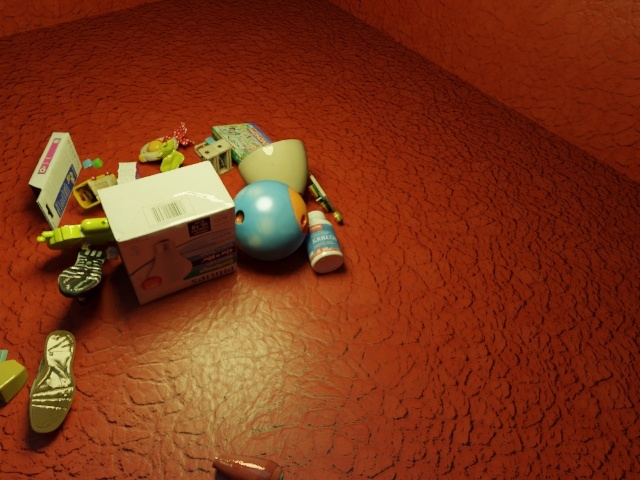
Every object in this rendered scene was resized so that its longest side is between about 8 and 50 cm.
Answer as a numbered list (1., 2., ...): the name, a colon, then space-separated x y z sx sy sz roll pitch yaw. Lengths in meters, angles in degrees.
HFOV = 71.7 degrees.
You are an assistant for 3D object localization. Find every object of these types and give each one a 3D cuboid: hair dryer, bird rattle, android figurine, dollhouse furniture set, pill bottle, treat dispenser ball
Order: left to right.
1. android figurine: -0.792 -0.020 1.491 0.272 0.248 0.056 -8 82 -44
2. bird rattle: -0.672 -0.409 1.901 0.206 0.143 0.254 -8 48 6
3. dollhouse furniture set: -0.483 -0.376 1.893 0.128 0.129 0.183 -34 64 -30
4. hair dryer: -0.183 0.664 1.123 0.223 0.080 0.294 -26 59 -25
5. treat dispenser ball: -0.185 -0.072 1.585 0.287 0.288 0.288 4 51 -5
6. pill bottle: 0.000 0.000 1.662 0.124 0.124 0.222 -9 53 -15

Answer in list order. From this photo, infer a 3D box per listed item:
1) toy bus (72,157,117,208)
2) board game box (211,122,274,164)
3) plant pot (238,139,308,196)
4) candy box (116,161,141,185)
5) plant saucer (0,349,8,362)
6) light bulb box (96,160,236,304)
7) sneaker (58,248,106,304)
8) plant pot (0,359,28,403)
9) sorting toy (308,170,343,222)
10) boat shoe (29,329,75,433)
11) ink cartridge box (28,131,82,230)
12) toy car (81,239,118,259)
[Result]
1. toy bus: -0.851 -0.194 1.703 0.104 0.202 0.191 -22 60 12
2. board game box: -0.315 -0.419 1.966 0.213 0.046 0.317 -18 51 -35
3. plant pot: -0.162 -0.247 1.772 0.283 0.284 0.191 -20 81 -23
4. candy box: -0.711 -0.158 1.663 0.071 0.159 0.234 -6 53 -11
5. plant saucer: -1.027 0.357 1.289 0.191 0.018 0.067 -4 52 -11
6. light bulb box: -0.480 -0.021 1.455 0.357 0.361 0.225 -20 58 -23
7. sneaker: -0.745 0.150 1.393 0.106 0.163 0.281 14 18 -15
8. plant pot: -0.882 0.388 1.248 0.081 0.081 0.083 28 42 14
9. sorting toy: -0.004 -0.186 1.819 0.046 0.132 0.275 -34 54 4
10. boat shoe: -0.756 0.403 1.259 0.104 0.089 0.286 16 48 -30
11. ink cartridge box: -0.996 -0.221 1.661 0.069 0.176 0.371 -1 51 -9
12. toy car: -0.719 0.029 1.444 0.121 0.041 0.060 14 17 -16
